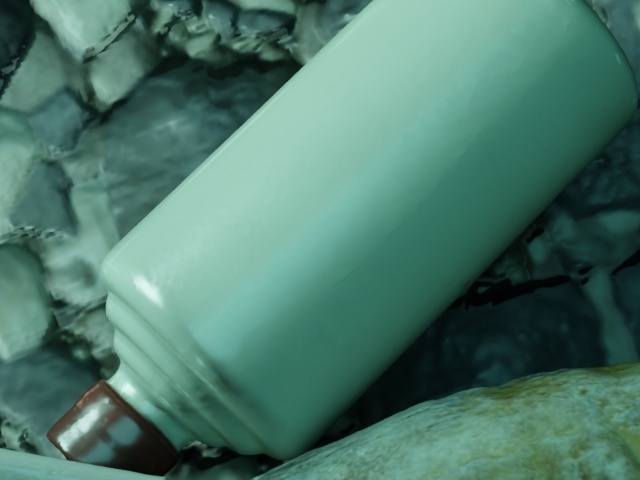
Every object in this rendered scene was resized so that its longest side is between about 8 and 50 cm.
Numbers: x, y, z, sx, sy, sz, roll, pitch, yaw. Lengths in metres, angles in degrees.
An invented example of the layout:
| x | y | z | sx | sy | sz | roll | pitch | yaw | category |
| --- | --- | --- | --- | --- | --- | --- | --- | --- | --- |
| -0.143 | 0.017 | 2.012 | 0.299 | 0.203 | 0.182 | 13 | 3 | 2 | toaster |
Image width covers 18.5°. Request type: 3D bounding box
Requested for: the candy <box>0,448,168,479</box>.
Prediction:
| x | y | z | sx | sy | sz | roll | pitch | yaw | category |
| --- | --- | --- | --- | --- | --- | --- | --- | --- | --- |
| -0.231 | 0.057 | 0.684 | 0.365 | 0.124 | 0.124 | 10 | 80 | 3 | candy |

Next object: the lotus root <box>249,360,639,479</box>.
| x | y | z | sx | sy | sz | roll | pitch | yaw | category |
| --- | --- | --- | --- | --- | --- | --- | --- | --- | --- |
| 0.028 | 0.143 | 0.667 | 0.349 | 0.175 | 0.175 | -19 | 81 | -5 | lotus root |

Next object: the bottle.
| x | y | z | sx | sy | sz | roll | pitch | yaw | category |
| --- | --- | --- | --- | --- | --- | --- | --- | --- | --- |
| 0.000 | 0.000 | 0.724 | 0.104 | 0.104 | 0.245 | 44 | 81 | 5 | bottle |
